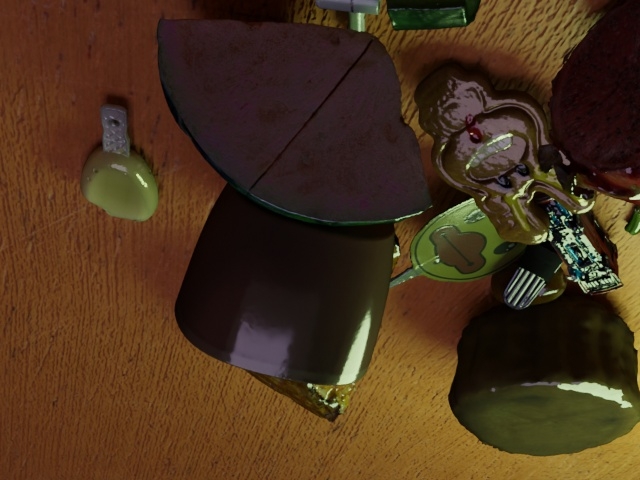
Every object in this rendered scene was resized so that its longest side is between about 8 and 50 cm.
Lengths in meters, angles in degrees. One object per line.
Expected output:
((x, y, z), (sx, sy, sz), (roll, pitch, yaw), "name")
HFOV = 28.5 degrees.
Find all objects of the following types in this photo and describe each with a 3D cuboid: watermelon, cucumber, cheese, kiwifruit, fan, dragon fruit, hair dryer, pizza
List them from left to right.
((-0.320, -0.127, 1.968), (0.127, 0.050, 0.255), (11, 144, 4), "cheese")
((-0.056, 0.212, 2.219), (0.278, 0.114, 0.409), (30, 169, -5), "pizza")
((-0.042, -0.146, 1.667), (0.319, 0.292, 0.222), (-7, 176, -5), "watermelon")
((0.039, -0.292, 1.637), (0.082, 0.047, 0.137), (7, 152, 8), "hair dryer")
((0.122, -0.337, 1.429), (0.130, 0.191, 0.191), (2, 144, 18), "cucumber")
((0.206, 0.017, 1.946), (0.335, 0.011, 0.229), (-29, 145, 16), "fan")
((0.334, 0.068, 2.033), (0.124, 0.075, 0.075), (-4, 142, 27), "kiwifruit")
((0.468, -0.142, 1.510), (0.263, 0.296, 0.314), (32, 149, -32), "dragon fruit")

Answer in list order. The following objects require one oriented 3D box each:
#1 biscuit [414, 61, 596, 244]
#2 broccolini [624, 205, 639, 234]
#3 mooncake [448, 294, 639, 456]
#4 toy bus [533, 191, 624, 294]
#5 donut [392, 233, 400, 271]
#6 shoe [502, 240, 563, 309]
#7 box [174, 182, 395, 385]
((0.246, -0.120, 1.741), (0.295, 0.044, 0.186), (41, 122, -14), "biscuit")
((0.411, -0.081, 1.821), (0.123, 0.062, 0.271), (4, 149, 28), "broccolini")
((0.382, 0.228, 2.136), (0.324, 0.187, 0.324), (5, 150, 3), "mooncake")
((0.381, -0.013, 1.880), (0.074, 0.096, 0.235), (-14, 137, 30), "toy bus")
((-0.002, -0.001, 1.949), (0.254, 0.118, 0.253), (0, 126, 1), "donut")
((0.331, 0.050, 1.956), (0.062, 0.053, 0.159), (29, 120, 4), "shoe")
((-0.043, 0.039, 1.759), (0.301, 0.301, 0.216), (14, 110, -4), "box")
